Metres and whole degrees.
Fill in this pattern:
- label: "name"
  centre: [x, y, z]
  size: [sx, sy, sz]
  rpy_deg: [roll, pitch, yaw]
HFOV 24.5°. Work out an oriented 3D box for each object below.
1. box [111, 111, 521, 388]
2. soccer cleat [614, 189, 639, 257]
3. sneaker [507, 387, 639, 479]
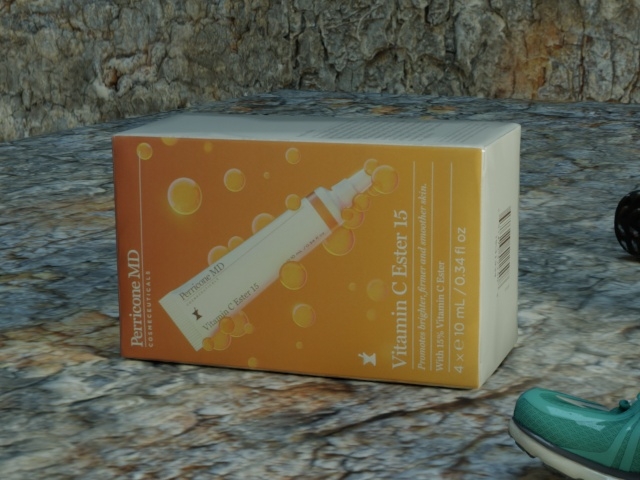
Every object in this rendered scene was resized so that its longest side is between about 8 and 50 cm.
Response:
- label: "box"
  centre: [0.000, 0.000, 1.359]
  size: [0.345, 0.215, 0.168]
  rpy_deg: [3, 12, 19]
- label: "soccer cleat"
  centre: [0.490, -0.011, 1.691]
  size: [0.116, 0.109, 0.318]
  rpy_deg: [-4, 9, -38]
- label: "sneaker"
  centre: [0.266, 0.123, 1.004]
  size: [0.275, 0.110, 0.107]
  rpy_deg: [4, 12, 23]
